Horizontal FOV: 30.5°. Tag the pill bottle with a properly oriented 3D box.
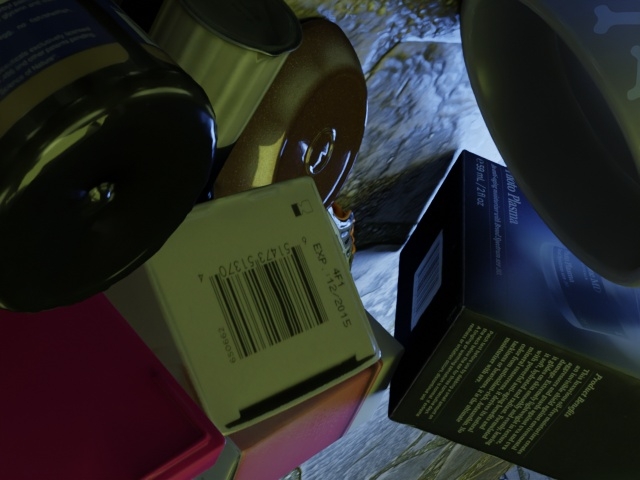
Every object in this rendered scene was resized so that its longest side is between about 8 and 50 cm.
[{"bbox_3d":[-0.155,-0.083,0.504,0.123,0.219,0.123,-37,156,-19],"label":"pill bottle"}]

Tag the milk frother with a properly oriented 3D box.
[{"bbox_3d":[-0.109,-0.096,0.688,0.143,0.129,0.134,-27,156,-52],"label":"milk frother"}]

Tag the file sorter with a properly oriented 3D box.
[{"bbox_3d":[-0.231,0.084,0.576,0.202,0.290,0.182,-28,155,-37],"label":"file sorter"}]

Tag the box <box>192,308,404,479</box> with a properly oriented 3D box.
[{"bbox_3d":[-0.055,0.145,1.180,0.232,0.148,0.127,-28,151,-39],"label":"box"}]

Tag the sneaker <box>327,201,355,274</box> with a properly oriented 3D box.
[{"bbox_3d":[0.000,0.000,1.118,0.083,0.084,0.215,-49,158,-5],"label":"sneaker"}]

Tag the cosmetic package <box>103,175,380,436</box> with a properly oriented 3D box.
[{"bbox_3d":[-0.126,0.072,0.772,0.153,0.129,0.296,-21,179,-44],"label":"cosmetic package"}]

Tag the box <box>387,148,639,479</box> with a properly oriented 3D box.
[{"bbox_3d":[0.248,0.089,1.280,0.296,0.294,0.182,-81,-163,-53],"label":"box"}]

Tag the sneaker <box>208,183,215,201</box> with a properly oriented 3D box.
[{"bbox_3d":[-0.091,-0.014,0.944,0.084,0.069,0.185,-52,159,18],"label":"sneaker"}]

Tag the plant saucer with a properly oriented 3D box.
[{"bbox_3d":[-0.013,-0.076,0.938,0.198,0.036,0.198,-47,151,-36],"label":"plant saucer"}]

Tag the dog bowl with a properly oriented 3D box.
[{"bbox_3d":[0.243,-0.113,1.032,0.102,0.348,0.349,-29,156,-8],"label":"dog bowl"}]
